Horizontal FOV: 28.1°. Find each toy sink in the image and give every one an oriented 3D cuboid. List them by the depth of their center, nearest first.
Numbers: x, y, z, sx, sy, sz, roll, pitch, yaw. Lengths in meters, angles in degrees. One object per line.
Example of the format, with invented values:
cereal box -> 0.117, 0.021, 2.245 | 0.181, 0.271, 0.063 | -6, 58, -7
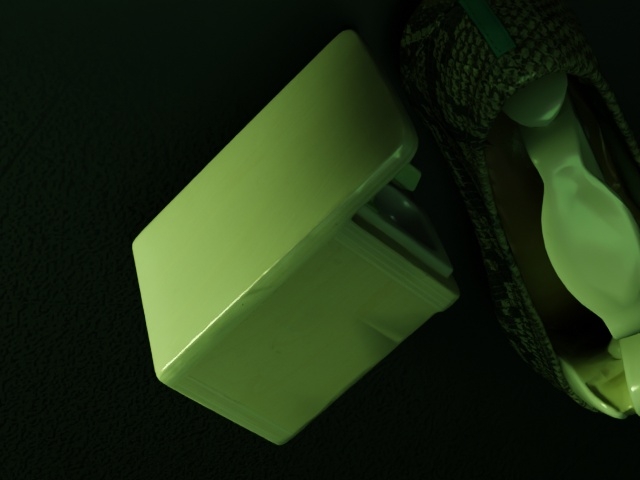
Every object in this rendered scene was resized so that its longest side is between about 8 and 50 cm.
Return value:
toy sink -> 0.000, 0.000, 0.882 | 0.131, 0.153, 0.234 | 34, 111, -34

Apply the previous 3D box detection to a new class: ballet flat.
ballet flat -> 0.200, 0.021, 0.936 | 0.164, 0.182, 0.483 | -29, 129, 6
